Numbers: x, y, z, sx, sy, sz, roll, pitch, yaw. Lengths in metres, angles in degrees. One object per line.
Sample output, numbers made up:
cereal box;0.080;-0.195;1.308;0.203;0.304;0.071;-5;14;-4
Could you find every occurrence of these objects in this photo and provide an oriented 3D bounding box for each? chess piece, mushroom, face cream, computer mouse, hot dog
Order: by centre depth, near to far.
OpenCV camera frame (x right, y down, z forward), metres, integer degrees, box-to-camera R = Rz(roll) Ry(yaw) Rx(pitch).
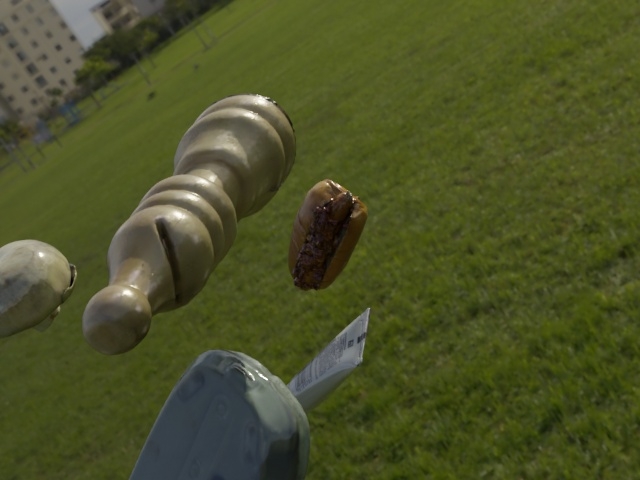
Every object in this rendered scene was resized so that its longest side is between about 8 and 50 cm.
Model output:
chess piece;-0.129;-0.007;0.818;0.139;0.124;0.307;-8;33;27
computer mouse;-0.116;0.273;0.925;0.095;0.197;0.330;3;-62;-54
mushroom;-0.398;0.072;1.181;0.154;0.122;0.154;-20;35;15
face cream;0.010;0.192;1.315;0.243;0.058;0.092;-50;23;47
hot dog;0.000;0.000;1.326;0.076;0.102;0.249;-44;-12;-36
